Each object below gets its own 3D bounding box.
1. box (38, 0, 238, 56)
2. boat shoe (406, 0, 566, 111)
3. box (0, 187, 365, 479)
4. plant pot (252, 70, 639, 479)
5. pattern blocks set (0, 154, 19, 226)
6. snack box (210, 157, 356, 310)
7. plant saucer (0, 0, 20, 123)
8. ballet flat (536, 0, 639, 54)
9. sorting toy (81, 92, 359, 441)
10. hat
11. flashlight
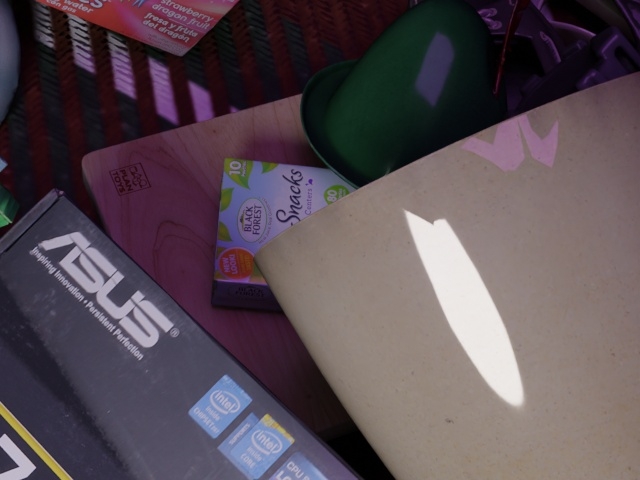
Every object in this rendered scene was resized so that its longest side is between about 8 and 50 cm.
[{"bbox_3d":[-0.182,-0.261,1.109,0.257,0.123,0.128,19,52,-34],"label":"box"},{"bbox_3d":[0.151,-0.104,1.112,0.112,0.095,0.335,-30,63,12],"label":"boat shoe"},{"bbox_3d":[-0.126,0.212,0.824,0.318,0.097,0.395,-44,70,-7],"label":"box"},{"bbox_3d":[0.136,0.083,0.776,0.257,0.256,0.274,-22,84,-19],"label":"plant pot"},{"bbox_3d":[-0.312,0.068,0.900,0.325,0.026,0.285,-41,24,4],"label":"pattern blocks set"},{"bbox_3d":[0.000,0.000,0.975,0.141,0.037,0.100,6,56,-5],"label":"snack box"},{"bbox_3d":[-0.315,-0.142,1.067,0.195,0.037,0.194,-2,94,-25],"label":"plant saucer"},{"bbox_3d":[0.198,-0.235,1.224,0.280,0.095,0.096,42,75,18],"label":"ballet flat"},{"bbox_3d":[-0.009,0.029,1.032,0.256,0.089,0.257,-17,61,-17],"label":"sorting toy"},{"bbox_3d":[0.092,-0.147,0.975,0.173,0.183,0.208,14,39,-6],"label":"hat"},{"bbox_3d":[0.246,0.001,0.988,0.304,0.103,0.103,44,61,-19],"label":"flashlight"}]
